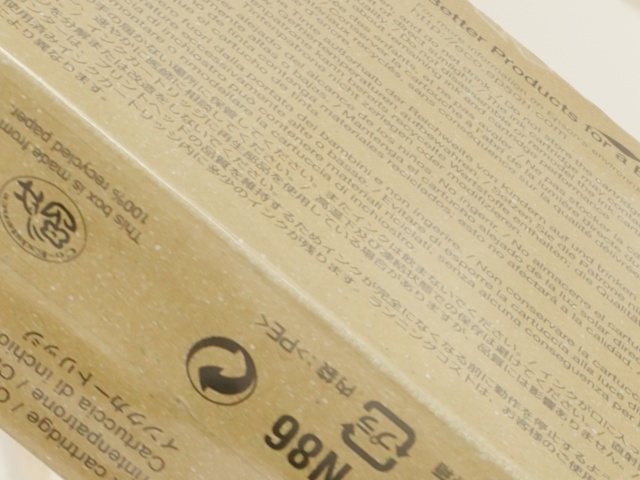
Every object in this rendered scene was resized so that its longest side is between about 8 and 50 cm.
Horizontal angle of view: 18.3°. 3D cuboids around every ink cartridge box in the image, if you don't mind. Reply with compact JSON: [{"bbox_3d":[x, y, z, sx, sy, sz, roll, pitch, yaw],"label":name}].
[{"bbox_3d":[0.000,0.000,0.524,0.088,0.235,0.193,-51,180,30],"label":"ink cartridge box"}]
